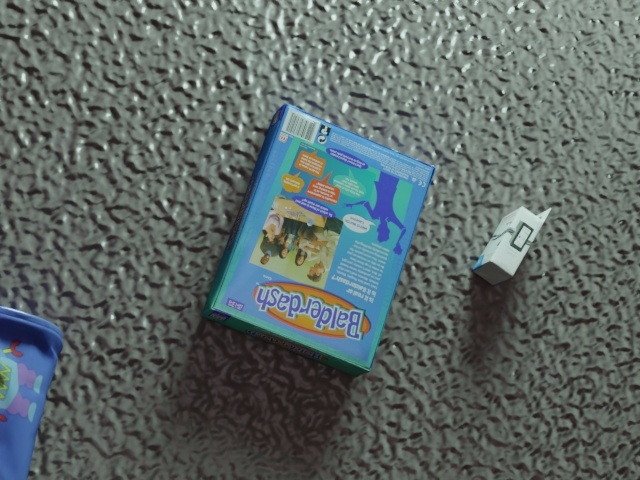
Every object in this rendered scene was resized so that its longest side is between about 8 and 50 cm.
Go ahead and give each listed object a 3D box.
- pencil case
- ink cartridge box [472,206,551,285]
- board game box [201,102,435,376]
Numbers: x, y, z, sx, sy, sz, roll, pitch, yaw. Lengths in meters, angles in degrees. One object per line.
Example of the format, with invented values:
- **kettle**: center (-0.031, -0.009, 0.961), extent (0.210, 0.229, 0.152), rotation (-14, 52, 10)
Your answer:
- **pencil case**: center (-0.305, 0.192, 1.176), extent (0.133, 0.119, 0.306), rotation (25, 62, -25)
- **ink cartridge box**: center (0.185, -0.001, 1.423), extent (0.028, 0.048, 0.083), rotation (35, 70, -7)
- **board game box**: center (0.000, 0.000, 1.368), extent (0.160, 0.047, 0.210), rotation (23, 72, -11)
